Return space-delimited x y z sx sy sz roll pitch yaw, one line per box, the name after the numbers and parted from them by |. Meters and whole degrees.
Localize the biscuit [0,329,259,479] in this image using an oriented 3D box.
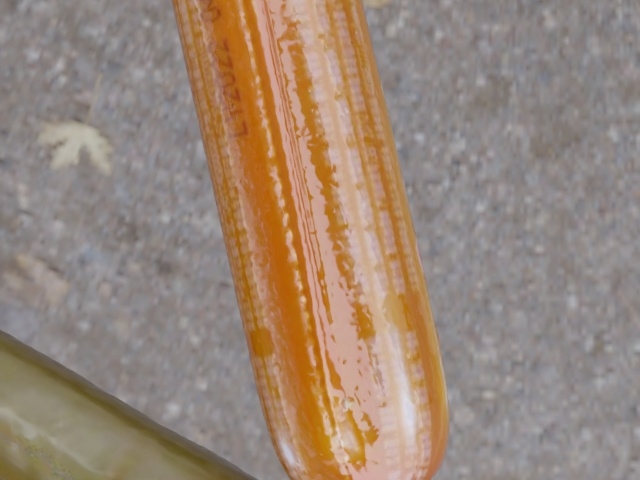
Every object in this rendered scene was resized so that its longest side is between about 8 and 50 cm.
-0.114 0.129 0.769 0.291 0.062 0.237 26 144 26 | biscuit

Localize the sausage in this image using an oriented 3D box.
0.000 0.000 0.645 0.071 0.071 0.234 -13 88 18 | sausage
